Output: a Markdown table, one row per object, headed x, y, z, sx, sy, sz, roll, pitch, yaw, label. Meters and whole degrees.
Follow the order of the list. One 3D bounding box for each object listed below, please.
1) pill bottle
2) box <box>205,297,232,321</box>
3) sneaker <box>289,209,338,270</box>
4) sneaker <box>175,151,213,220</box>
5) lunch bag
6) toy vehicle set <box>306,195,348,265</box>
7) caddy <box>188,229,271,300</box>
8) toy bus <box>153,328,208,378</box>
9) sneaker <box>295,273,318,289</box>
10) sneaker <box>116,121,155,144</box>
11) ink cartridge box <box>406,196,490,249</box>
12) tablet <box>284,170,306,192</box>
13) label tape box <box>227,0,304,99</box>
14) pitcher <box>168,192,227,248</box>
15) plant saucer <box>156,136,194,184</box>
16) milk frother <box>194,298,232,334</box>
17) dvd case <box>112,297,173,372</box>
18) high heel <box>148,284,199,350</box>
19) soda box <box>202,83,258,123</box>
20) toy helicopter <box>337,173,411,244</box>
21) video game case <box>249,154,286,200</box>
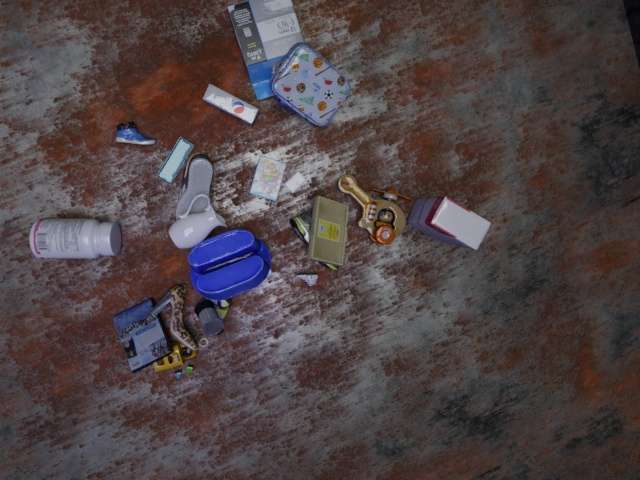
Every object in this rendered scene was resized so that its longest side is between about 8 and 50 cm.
| x | y | z | sx | sy | sz | roll | pitch | yaw | label |
| --- | --- | --- | --- | --- | --- | --- | --- | --- | --- |
| -0.949 | -0.007 | 1.676 | 0.282 | 0.160 | 0.161 | 0 | 96 | -8 | pill bottle |
| -0.436 | 0.254 | 1.832 | 0.105 | 0.043 | 0.179 | 19 | 92 | -10 | box |
| 0.000 | 0.000 | 1.832 | 0.121 | 0.111 | 0.300 | -38 | 105 | -12 | sneaker |
| -0.506 | -0.206 | 1.740 | 0.126 | 0.127 | 0.321 | 12 | 120 | -25 | sneaker |
| -0.049 | -0.614 | 1.703 | 0.303 | 0.115 | 0.243 | 30 | 108 | -29 | lunch bag |
| 0.034 | -0.038 | 1.789 | 0.165 | 0.035 | 0.267 | 16 | 74 | -34 | toy vehicle set |
| -0.373 | 0.101 | 1.759 | 0.341 | 0.179 | 0.242 | -21 | 76 | -7 | caddy |
| -0.605 | 0.480 | 1.802 | 0.190 | 0.104 | 0.202 | 30 | 92 | -10 | toy bus |
| -0.060 | 0.181 | 1.874 | 0.098 | 0.038 | 0.069 | 2 | 95 | -7 | sneaker |
| -0.737 | -0.430 | 1.709 | 0.152 | 0.058 | 0.085 | 6 | 104 | -2 | sneaker |
| 0.520 | -0.076 | 1.787 | 0.226 | 0.306 | 0.131 | 28 | 91 | -10 | ink cartridge box |
| -0.107 | -0.251 | 1.838 | 0.083 | 0.006 | 0.054 | -44 | 100 | -1 | tablet |
| -0.194 | -0.778 | 1.716 | 0.249 | 0.115 | 0.348 | -19 | 97 | -5 | label tape box |
| -0.501 | -0.076 | 1.693 | 0.207 | 0.125 | 0.178 | -30 | 119 | -6 | pitcher |
| -0.596 | -0.327 | 1.760 | 0.067 | 0.018 | 0.192 | 32 | 92 | -10 | plant saucer |
| -0.422 | 0.297 | 1.749 | 0.143 | 0.135 | 0.129 | -49 | 132 | 3 | milk frother |
| -0.732 | 0.388 | 1.767 | 0.180 | 0.022 | 0.253 | -26 | 74 | -5 | dvd case |
| -0.555 | 0.317 | 1.786 | 0.261 | 0.093 | 0.186 | 48 | 58 | -11 | high heel |
| -0.361 | -0.547 | 1.738 | 0.216 | 0.074 | 0.069 | 25 | 92 | -9 | soda box |
| 0.224 | -0.161 | 1.829 | 0.355 | 0.140 | 0.235 | 42 | 88 | -7 | toy helicopter |
| -0.222 | -0.264 | 1.817 | 0.119 | 0.015 | 0.167 | 16 | 94 | -9 | video game case |
